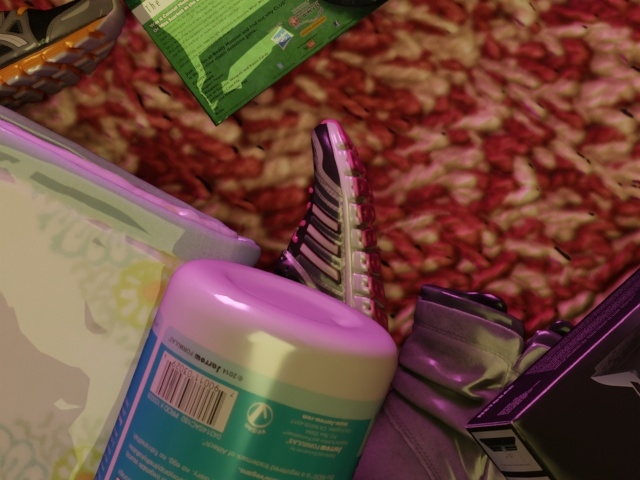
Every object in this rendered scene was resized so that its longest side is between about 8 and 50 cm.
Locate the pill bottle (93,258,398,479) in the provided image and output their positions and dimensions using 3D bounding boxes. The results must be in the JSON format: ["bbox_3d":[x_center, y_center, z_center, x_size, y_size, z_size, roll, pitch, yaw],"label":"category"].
[{"bbox_3d":[-0.063,0.155,0.852,0.146,0.146,0.264,22,98,3],"label":"pill bottle"}]

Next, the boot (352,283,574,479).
[{"bbox_3d":[0.173,0.187,0.964,0.338,0.118,0.223,31,92,3],"label":"boot"}]

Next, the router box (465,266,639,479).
[{"bbox_3d":[0.287,0.115,0.915,0.309,0.081,0.243,-38,92,-18],"label":"router box"}]

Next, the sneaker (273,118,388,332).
[{"bbox_3d":[0.000,0.000,0.998,0.075,0.063,0.170,-8,86,13],"label":"sneaker"}]

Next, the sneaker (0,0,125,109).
[{"bbox_3d":[-0.241,-0.131,1.003,0.215,0.084,0.083,-23,84,5],"label":"sneaker"}]

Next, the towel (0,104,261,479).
[{"bbox_3d":[-0.270,0.060,0.941,0.374,0.090,0.320,27,96,3],"label":"towel"}]

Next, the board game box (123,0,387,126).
[{"bbox_3d":[-0.009,-0.210,0.996,0.259,0.030,0.136,-35,105,4],"label":"board game box"}]
